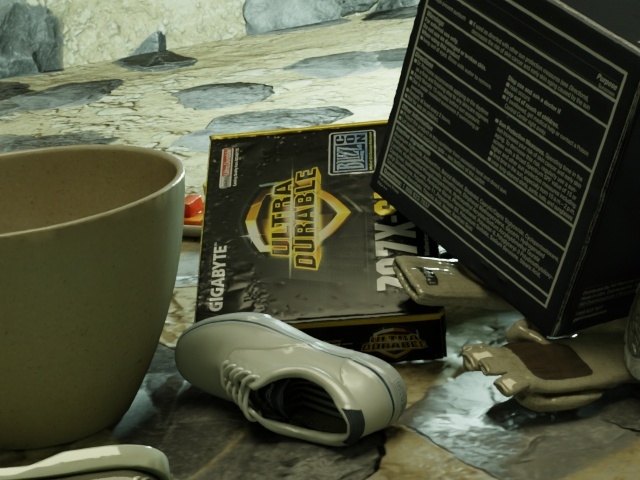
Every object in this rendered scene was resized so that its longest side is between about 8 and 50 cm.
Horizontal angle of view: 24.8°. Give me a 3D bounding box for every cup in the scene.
[{"bbox_3d":[-0.280,0.060,1.409,0.331,0.237,0.331,-6,17,2],"label":"cup"}]

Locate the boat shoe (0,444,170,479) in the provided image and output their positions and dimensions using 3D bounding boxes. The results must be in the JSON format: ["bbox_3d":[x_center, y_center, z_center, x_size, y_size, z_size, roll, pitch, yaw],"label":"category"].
[{"bbox_3d":[-0.257,0.227,1.083,0.305,0.109,0.091,-9,58,-11],"label":"boat shoe"}]

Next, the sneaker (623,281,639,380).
[{"bbox_3d":[0.344,0.108,1.293,0.115,0.090,0.232,8,36,-10],"label":"sneaker"}]

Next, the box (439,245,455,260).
[{"bbox_3d":[0.093,0.006,1.755,0.216,0.060,0.270,-15,20,-29],"label":"box"}]

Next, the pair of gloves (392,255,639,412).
[{"bbox_3d":[0.201,0.084,1.402,0.204,0.042,0.240,-6,34,-28],"label":"pair of gloves"}]

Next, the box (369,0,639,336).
[{"bbox_3d":[0.230,-0.117,1.415,0.182,0.294,0.296,-12,39,-36],"label":"box"}]

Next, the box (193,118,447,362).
[{"bbox_3d":[0.000,0.000,1.578,0.257,0.079,0.322,-3,42,3],"label":"box"}]

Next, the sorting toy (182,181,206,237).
[{"bbox_3d":[-0.131,-0.050,2.034,0.347,0.047,0.196,3,19,27],"label":"sorting toy"}]

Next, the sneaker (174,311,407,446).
[{"bbox_3d":[-0.047,0.127,1.355,0.258,0.094,0.091,7,18,35],"label":"sneaker"}]
